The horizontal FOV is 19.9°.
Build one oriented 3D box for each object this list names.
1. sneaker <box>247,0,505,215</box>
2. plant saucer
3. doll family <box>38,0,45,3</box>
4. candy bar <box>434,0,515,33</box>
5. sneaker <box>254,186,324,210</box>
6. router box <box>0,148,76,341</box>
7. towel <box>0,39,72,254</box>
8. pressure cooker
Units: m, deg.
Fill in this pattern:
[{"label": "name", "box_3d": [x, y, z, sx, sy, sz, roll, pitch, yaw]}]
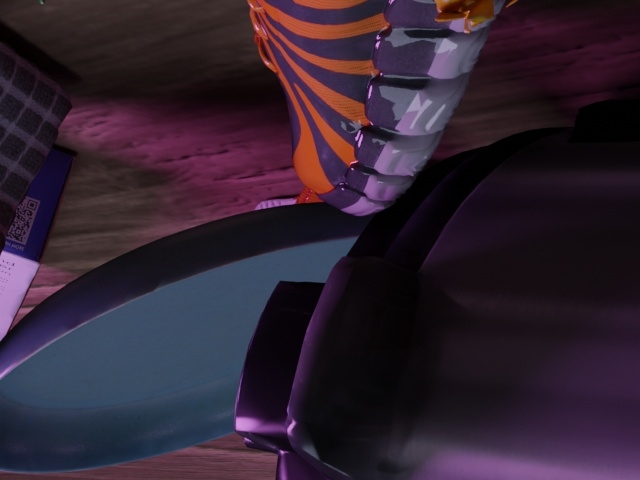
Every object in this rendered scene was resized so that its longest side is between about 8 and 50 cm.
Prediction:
[{"label": "sneaker", "box_3d": [-0.012, -0.131, 0.722, 0.180, 0.125, 0.321, 20, 151, -1]}, {"label": "plant saucer", "box_3d": [-0.064, 0.056, 1.080, 0.317, 0.044, 0.317, -19, 161, -7]}, {"label": "doll family", "box_3d": [-0.157, -0.157, 0.813, 0.193, 0.076, 0.111, 15, 166, 17]}, {"label": "candy bar", "box_3d": [0.015, -0.135, 0.574, 0.040, 0.018, 0.161, -22, 115, 30]}, {"label": "sneaker", "box_3d": [0.000, 0.000, 1.133, 0.064, 0.067, 0.175, 23, 159, -16]}, {"label": "router box", "box_3d": [-0.363, -0.037, 1.297, 0.335, 0.082, 0.301, 19, 161, -9]}, {"label": "towel", "box_3d": [-0.272, -0.042, 0.980, 0.121, 0.235, 0.283, -4, 154, 33]}, {"label": "pressure cooker", "box_3d": [0.178, 0.123, 0.836, 0.420, 0.375, 0.370, 2, 116, 43]}]
